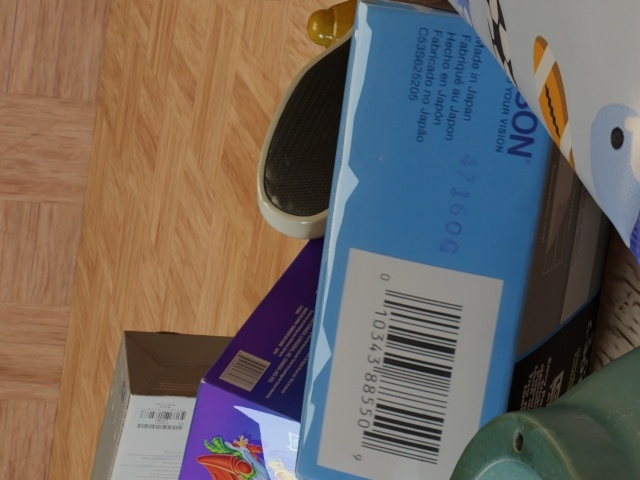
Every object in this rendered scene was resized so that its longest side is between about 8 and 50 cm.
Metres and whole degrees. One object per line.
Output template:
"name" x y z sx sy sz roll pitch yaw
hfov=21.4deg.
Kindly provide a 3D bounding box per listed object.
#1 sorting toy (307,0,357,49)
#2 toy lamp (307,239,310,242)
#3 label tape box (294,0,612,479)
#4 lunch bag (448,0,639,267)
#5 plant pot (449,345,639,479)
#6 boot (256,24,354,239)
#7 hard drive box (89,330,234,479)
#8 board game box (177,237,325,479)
"sorting toy" 0.073 -0.263 1.202 0.127 0.126 0.365 -118 35 -61
"toy lamp" 0.000 0.000 1.404 0.080 0.080 0.274 127 158 -62
"label tape box" 0.108 -0.012 0.970 0.348 0.115 0.249 -20 -61 -67
"lunch bag" 0.192 -0.222 0.599 0.328 0.239 0.385 -115 26 -63
"plant pot" 0.159 0.158 0.671 0.293 0.196 0.293 -176 90 -74
"boot" 0.053 -0.084 1.113 0.244 0.088 0.176 -56 -19 -12
"hard drive box" -0.119 0.203 1.636 0.089 0.181 0.232 -104 25 -48
"board game box" 0.006 0.101 1.114 0.347 0.078 0.233 -53 -18 -54
